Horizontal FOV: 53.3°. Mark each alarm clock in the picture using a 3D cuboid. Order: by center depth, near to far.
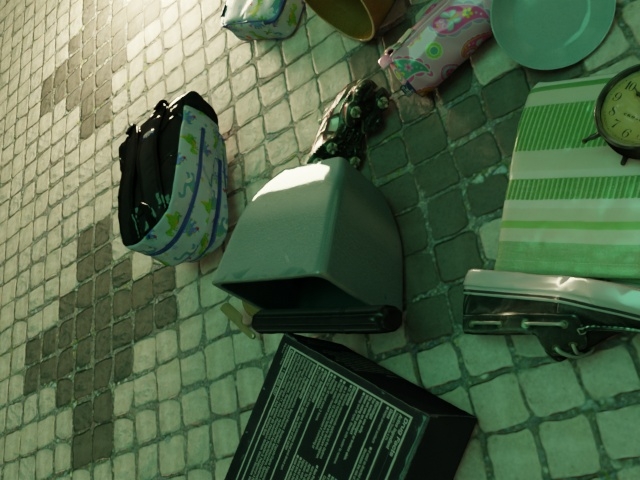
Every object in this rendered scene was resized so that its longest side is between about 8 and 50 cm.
[{"bbox_3d":[0.466,-0.194,0.885,0.129,0.064,0.192,42,106,41],"label":"alarm clock"}]

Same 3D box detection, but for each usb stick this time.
[{"bbox_3d":[0.005,0.132,1.057,0.277,0.077,0.045,-7,85,37],"label":"usb stick"}]

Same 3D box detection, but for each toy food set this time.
[{"bbox_3d":[-0.110,0.104,1.326,0.132,0.038,0.192,39,93,35],"label":"toy food set"}]

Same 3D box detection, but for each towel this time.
[{"bbox_3d":[0.406,-0.100,0.972,0.247,0.038,0.325,3,77,40],"label":"towel"}]

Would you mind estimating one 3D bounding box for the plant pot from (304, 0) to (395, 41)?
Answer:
[{"bbox_3d":[0.094,-0.586,1.299,0.254,0.237,0.237,-51,48,-5],"label":"plant pot"}]

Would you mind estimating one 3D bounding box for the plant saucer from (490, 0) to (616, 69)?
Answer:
[{"bbox_3d":[0.382,-0.380,1.057,0.194,0.037,0.195,2,98,17],"label":"plant saucer"}]

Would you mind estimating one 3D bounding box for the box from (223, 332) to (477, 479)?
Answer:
[{"bbox_3d":[0.039,0.346,1.006,0.294,0.182,0.297,23,91,41],"label":"box"}]

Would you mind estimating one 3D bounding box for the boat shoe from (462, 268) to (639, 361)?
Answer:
[{"bbox_3d":[0.349,0.112,0.902,0.335,0.121,0.119,3,83,51],"label":"boat shoe"}]

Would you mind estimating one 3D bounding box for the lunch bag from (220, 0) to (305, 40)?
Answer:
[{"bbox_3d":[-0.138,-0.586,1.563,0.218,0.090,0.176,13,80,40],"label":"lunch bag"}]

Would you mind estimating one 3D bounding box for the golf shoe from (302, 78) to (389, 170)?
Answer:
[{"bbox_3d":[0.034,-0.199,1.288,0.273,0.105,0.120,-57,31,2],"label":"golf shoe"}]

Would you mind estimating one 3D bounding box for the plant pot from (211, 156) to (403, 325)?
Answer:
[{"bbox_3d":[0.000,0.000,1.143,0.247,0.247,0.253,-8,60,37],"label":"plant pot"}]

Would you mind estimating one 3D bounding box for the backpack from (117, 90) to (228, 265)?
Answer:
[{"bbox_3d":[-0.342,-0.117,1.472,0.290,0.273,0.356,-31,35,25],"label":"backpack"}]

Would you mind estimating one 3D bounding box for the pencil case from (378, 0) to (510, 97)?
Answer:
[{"bbox_3d":[0.241,-0.391,1.157,0.284,0.124,0.124,-42,52,19],"label":"pencil case"}]
